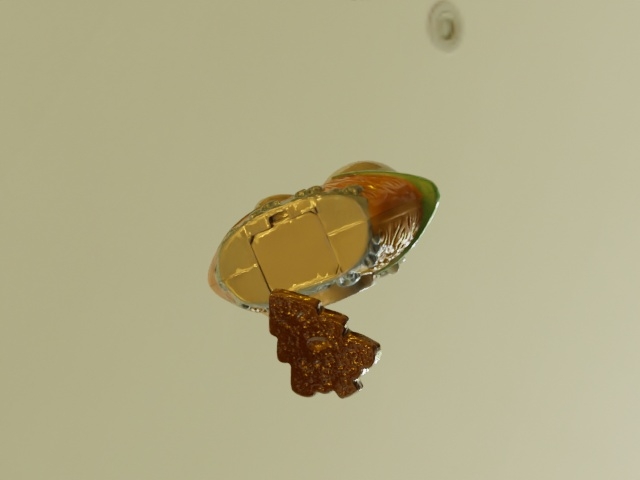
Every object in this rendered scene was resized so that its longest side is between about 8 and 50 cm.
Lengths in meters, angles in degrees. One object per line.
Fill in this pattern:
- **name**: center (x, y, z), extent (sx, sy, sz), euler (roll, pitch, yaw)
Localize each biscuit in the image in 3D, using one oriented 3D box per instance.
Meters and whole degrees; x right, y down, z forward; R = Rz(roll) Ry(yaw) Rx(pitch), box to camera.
- **biscuit**: center (-0.004, 0.069, 0.771), extent (0.092, 0.082, 0.016), euler (51, -142, -4)

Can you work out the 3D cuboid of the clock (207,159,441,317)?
- **clock**: center (0.000, 0.000, 0.942), extent (0.144, 0.231, 0.103), euler (-19, -92, -64)
